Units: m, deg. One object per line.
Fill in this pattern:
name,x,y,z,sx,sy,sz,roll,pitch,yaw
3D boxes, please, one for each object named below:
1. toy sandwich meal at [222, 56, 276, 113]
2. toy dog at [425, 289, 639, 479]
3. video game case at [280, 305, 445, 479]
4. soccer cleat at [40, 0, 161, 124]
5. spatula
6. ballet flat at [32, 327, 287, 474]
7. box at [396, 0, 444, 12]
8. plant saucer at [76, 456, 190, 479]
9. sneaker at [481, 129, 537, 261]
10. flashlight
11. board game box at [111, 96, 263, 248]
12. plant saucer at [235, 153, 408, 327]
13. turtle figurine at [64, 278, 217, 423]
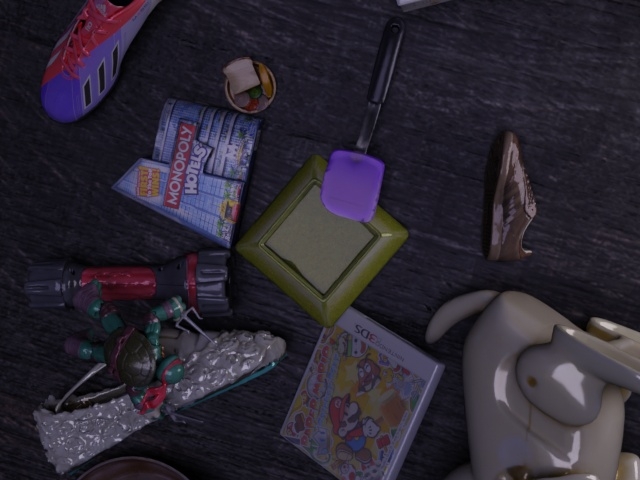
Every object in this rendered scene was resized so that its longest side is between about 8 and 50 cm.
toy sandwich meal,-0.105,-0.227,1.549,0.085,0.029,0.086,1,98,7
toy dog,0.278,0.299,1.450,0.395,0.284,0.408,22,100,17
video game case,0.055,0.232,1.537,0.206,0.026,0.227,30,102,37
soccer cleat,-0.314,-0.307,1.521,0.108,0.116,0.318,38,100,1
spatula,0.071,-0.177,1.511,0.084,0.030,0.297,15,84,5
ballet flat,-0.253,0.211,1.567,0.408,0.147,0.147,-28,93,9
box,0.179,-0.379,1.443,0.170,0.130,0.091,-12,96,8
plant saucer,-0.274,0.484,1.621,0.310,0.050,0.311,-1,86,21
sneaker,0.274,-0.063,1.515,0.071,0.066,0.189,3,103,-10
flashlight,-0.279,0.065,1.568,0.303,0.103,0.103,-1,135,3
board game box,-0.200,-0.106,1.562,0.194,0.060,0.194,13,99,5
plant saucer,0.000,0.000,1.539,0.188,0.045,0.188,41,92,4
turtle figurine,-0.247,0.151,1.460,0.234,0.118,0.175,24,91,26
